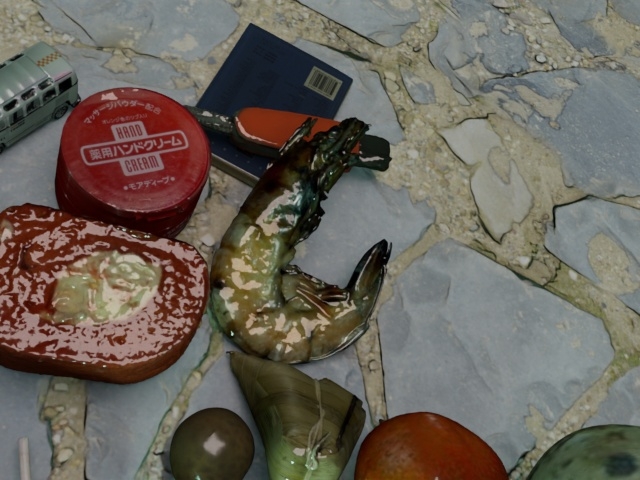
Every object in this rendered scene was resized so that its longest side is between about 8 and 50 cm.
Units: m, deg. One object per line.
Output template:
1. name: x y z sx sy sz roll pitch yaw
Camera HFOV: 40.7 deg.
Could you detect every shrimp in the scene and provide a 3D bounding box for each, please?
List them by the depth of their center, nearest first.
1. shrimp: 0.000 0.000 1.163 0.233 0.071 0.365 35 69 -7

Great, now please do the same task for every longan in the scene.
1. longan: -0.123 0.248 0.994 0.113 0.092 0.113 14 74 -59

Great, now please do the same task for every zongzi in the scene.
1. zongzi: -0.050 0.206 1.014 0.197 0.099 0.194 30 15 4

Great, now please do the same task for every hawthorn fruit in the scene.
1. hawthorn fruit: 0.119 0.289 1.032 0.196 0.197 0.225 -2 34 -23

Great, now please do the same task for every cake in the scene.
1. cake: -0.274 0.072 1.001 0.283 0.151 0.177 16 70 -13

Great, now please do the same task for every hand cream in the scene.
1. hand cream: -0.244 -0.089 1.113 0.193 0.125 0.193 10 58 -17

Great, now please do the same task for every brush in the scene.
1. brush: -0.048 -0.149 1.244 0.323 0.051 0.070 11 66 -20

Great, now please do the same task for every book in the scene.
1. book: -0.078 -0.197 1.302 0.191 0.025 0.269 28 56 -4

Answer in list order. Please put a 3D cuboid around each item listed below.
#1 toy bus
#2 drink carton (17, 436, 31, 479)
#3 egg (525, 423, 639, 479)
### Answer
1. toy bus: -0.406 -0.181 1.122 0.087 0.089 0.194 43 57 6
2. drink carton: -0.300 0.304 0.897 0.074 0.084 0.200 1 60 5
3. egg: 0.384 0.407 0.952 0.345 0.345 0.428 0 55 -22
